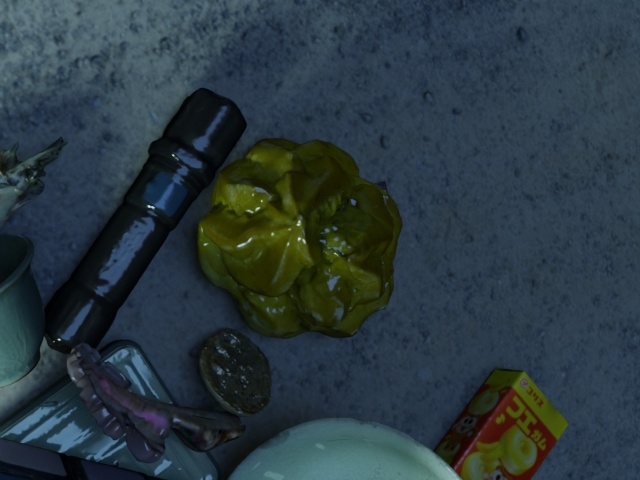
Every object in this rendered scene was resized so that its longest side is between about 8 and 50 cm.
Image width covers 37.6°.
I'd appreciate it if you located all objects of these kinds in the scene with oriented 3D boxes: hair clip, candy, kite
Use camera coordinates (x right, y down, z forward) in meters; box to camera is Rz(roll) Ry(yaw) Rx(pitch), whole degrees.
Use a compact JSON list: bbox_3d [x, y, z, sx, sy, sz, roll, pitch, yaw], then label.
[{"bbox_3d":[-0.221,0.231,1.246,0.069,0.173,0.300,-51,135,7],"label":"hair clip"},{"bbox_3d":[0.283,0.360,1.576,0.146,0.088,0.276,47,69,-16],"label":"candy"},{"bbox_3d":[0.095,-0.062,1.548,0.044,0.002,0.078,8,82,-27],"label":"kite"}]

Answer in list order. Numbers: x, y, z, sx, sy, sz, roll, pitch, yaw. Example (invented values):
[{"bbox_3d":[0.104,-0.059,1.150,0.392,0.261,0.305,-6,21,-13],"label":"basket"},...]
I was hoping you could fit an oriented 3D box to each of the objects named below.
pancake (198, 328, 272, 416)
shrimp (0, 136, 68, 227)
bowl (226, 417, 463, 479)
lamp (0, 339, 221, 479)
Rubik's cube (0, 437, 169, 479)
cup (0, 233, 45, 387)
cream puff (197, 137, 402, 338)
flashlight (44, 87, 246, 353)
[{"bbox_3d":[-0.122,0.193,1.378,0.140,0.022,0.139,28,43,-30],"label":"pancake"},{"bbox_3d":[-0.502,-0.090,1.199,0.361,0.085,0.246,-20,88,-23],"label":"shrimp"},{"bbox_3d":[0.063,0.463,1.357,0.196,0.435,0.434,8,81,-72],"label":"bowl"},{"bbox_3d":[-0.301,0.311,1.293,0.269,0.047,0.266,-38,107,-25],"label":"lamp"},{"bbox_3d":[-0.279,0.467,1.083,0.362,0.359,0.363,17,89,-22],"label":"Rubik's cube"},{"bbox_3d":[-0.422,0.105,1.185,0.199,0.199,0.150,-36,122,-25],"label":"cup"},{"bbox_3d":[0.002,0.001,1.352,0.291,0.257,0.324,-46,111,-20],"label":"cream puff"},{"bbox_3d":[-0.246,-0.025,1.316,0.103,0.103,0.423,37,74,-21],"label":"flashlight"}]
